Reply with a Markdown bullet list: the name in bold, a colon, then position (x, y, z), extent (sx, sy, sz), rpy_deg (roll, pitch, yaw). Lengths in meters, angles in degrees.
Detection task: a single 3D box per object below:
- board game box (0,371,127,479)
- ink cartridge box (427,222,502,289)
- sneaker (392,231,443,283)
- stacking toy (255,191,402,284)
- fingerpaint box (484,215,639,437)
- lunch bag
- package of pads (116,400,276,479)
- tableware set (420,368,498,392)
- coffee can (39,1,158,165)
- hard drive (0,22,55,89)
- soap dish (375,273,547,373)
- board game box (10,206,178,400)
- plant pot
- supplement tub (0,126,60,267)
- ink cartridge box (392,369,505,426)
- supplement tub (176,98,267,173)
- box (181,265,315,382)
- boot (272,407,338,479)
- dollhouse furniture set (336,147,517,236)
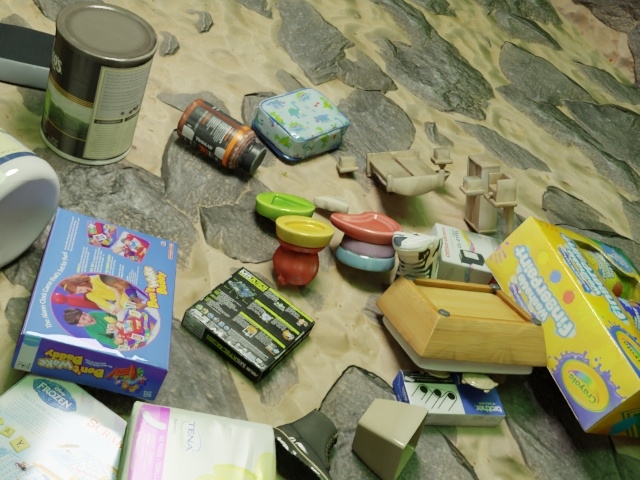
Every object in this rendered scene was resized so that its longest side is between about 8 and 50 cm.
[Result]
- **board game box**: position (-0.395, 0.371, 1.231), extent (0.318, 0.066, 0.318), rpy_deg (34, 40, 10)
- **ink cartridge box**: position (0.335, 0.044, 1.957), extent (0.175, 0.072, 0.127), rpy_deg (14, 42, -15)
- **sneaker**: position (0.199, 0.062, 1.792), extent (0.094, 0.153, 0.235), rpy_deg (8, 3, 12)
- **stacking toy**: position (0.000, 0.000, 1.844), extent (0.308, 0.130, 0.279), rpy_deg (0, 20, -31)
- **fingerpaint box**: position (0.608, 0.188, 1.807), extent (0.371, 0.163, 0.445), rpy_deg (15, 38, -38)
- **lunch bag**: position (-0.049, -0.291, 2.099), extent (0.176, 0.090, 0.219), rpy_deg (44, 43, 19)
- **package of pads**: position (-0.177, 0.380, 1.202), extent (0.229, 0.101, 0.297), rpy_deg (14, 40, -14)
- **tableware set**: position (0.271, 0.251, 1.680), extent (0.168, 0.020, 0.141), rpy_deg (18, 19, 10)
- **coffee can**: position (-0.466, -0.324, 1.772), extent (0.201, 0.275, 0.202), rpy_deg (14, 41, -13)
- **hard drive**: position (-0.678, -0.424, 1.939), extent (0.254, 0.054, 0.172), rpy_deg (10, 43, -18)
- **soap dish**: position (0.288, 0.167, 1.714), extent (0.290, 0.118, 0.229), rpy_deg (7, 20, -22)
- **board game box**: position (-0.375, 0.100, 1.466), extent (0.233, 0.078, 0.347), rpy_deg (18, 32, -18)
- **plant pot**: position (0.118, 0.345, 1.505), extent (0.096, 0.109, 0.109), rpy_deg (26, 39, 19)
- **supplement tub**: position (-0.652, -0.121, 1.491), extent (0.324, 0.235, 0.235), rpy_deg (36, 41, 12)
- **ink cartridge box**: position (0.250, 0.308, 1.652), extent (0.207, 0.046, 0.097), rpy_deg (7, 45, -22)
- **supplement tub**: position (-0.222, -0.233, 1.935), extent (0.198, 0.106, 0.106), rpy_deg (32, 41, 8)
- **box**: position (-0.135, 0.155, 1.616), extent (0.190, 0.045, 0.184), rpy_deg (36, 39, 12)
- **boot**: position (0.009, 0.373, 1.441), extent (0.137, 0.077, 0.198), rpy_deg (-20, 59, -46)
- **dollhouse furniture set**: position (0.242, -0.093, 2.010), extent (0.355, 0.174, 0.303), rpy_deg (-5, 22, -9)
